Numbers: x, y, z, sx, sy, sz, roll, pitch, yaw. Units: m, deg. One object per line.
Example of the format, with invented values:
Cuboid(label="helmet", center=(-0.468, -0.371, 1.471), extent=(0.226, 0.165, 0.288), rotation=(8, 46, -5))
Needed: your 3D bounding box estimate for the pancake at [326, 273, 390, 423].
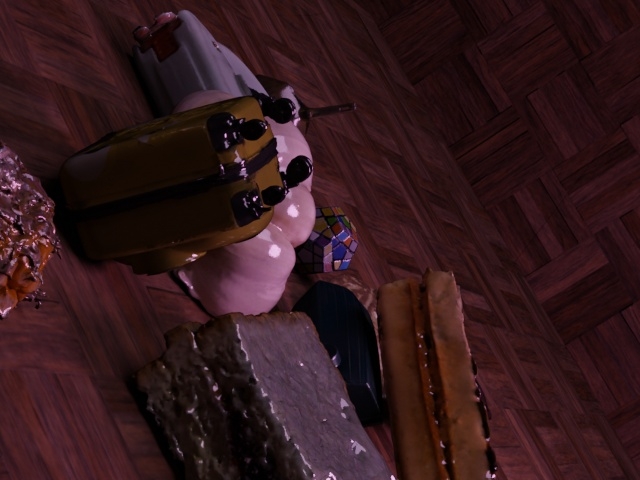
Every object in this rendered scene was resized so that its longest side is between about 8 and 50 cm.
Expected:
Cuboid(label="pancake", center=(0.079, 0.153, 1.972), extent=(0.250, 0.031, 0.250), rotation=(32, 34, -24))

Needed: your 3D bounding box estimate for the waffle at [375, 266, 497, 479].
Cuboid(label="waffle", center=(0.146, 0.253, 1.711), extent=(0.261, 0.114, 0.376), rotation=(76, 6, -46))

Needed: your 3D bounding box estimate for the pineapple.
Cuboid(label="pineapple", center=(-0.295, -0.034, 1.244), extent=(0.225, 0.076, 0.225), rotation=(49, 19, -23))

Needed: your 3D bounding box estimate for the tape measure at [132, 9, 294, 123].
Cuboid(label="tape measure", center=(-0.124, -0.166, 1.944), extent=(0.246, 0.125, 0.243), rotation=(30, 31, -58))

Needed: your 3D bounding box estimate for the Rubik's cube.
Cuboid(label="Rubik's cube", center=(0.000, 0.000, 2.047), extent=(0.111, 0.111, 0.093), rotation=(54, 43, -10))

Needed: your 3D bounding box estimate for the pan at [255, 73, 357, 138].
Cuboid(label="pan", center=(-0.059, -0.187, 2.076), extent=(0.128, 0.202, 0.048), rotation=(57, 36, 0))

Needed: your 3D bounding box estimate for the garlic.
Cuboid(label="garlic", center=(-0.085, -0.054, 1.717), extent=(0.203, 0.184, 0.281), rotation=(27, 33, -57))

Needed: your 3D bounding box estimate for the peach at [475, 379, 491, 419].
Cuboid(label="peach", center=(0.122, 0.207, 2.053), extent=(0.279, 0.068, 0.189), rotation=(28, 31, -24))

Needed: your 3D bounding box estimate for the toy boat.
Cuboid(label="toy boat", center=(0.015, 0.142, 1.771), extent=(0.296, 0.114, 0.122), rotation=(-92, 167, -63))

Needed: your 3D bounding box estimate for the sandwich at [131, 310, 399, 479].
Cuboid(label="sandwich", center=(-0.024, 0.227, 1.440), extent=(0.325, 0.131, 0.262), rotation=(61, 14, 13))

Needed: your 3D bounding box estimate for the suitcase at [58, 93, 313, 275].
Cuboid(label="suitcase", center=(-0.139, -0.057, 1.493), extent=(0.194, 0.234, 0.143), rotation=(-55, 130, -73))
